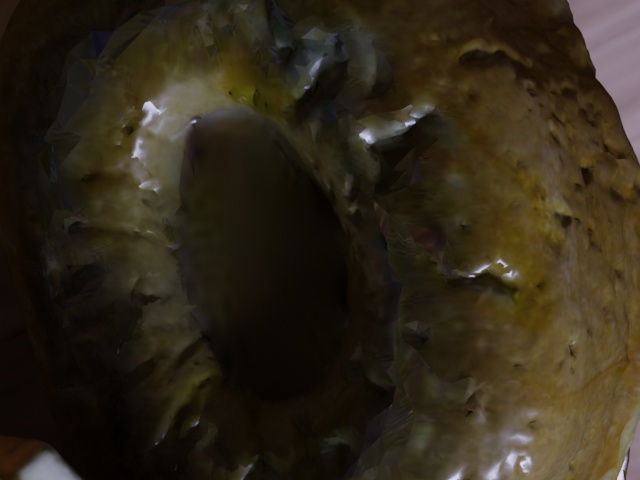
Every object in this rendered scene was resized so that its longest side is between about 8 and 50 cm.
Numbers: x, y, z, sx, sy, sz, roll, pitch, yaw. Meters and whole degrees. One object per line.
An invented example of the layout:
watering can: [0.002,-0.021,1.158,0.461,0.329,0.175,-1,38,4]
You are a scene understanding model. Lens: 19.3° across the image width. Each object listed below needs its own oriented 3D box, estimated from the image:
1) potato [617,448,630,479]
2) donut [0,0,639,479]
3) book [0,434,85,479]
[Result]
potato: [0.047,0.115,0.770,0.176,0.141,0.298,18,130,-15]
donut: [0.000,0.000,0.631,0.208,0.128,0.261,-25,84,23]
book: [-0.085,0.159,0.721,0.269,0.032,0.389,48,159,-19]
